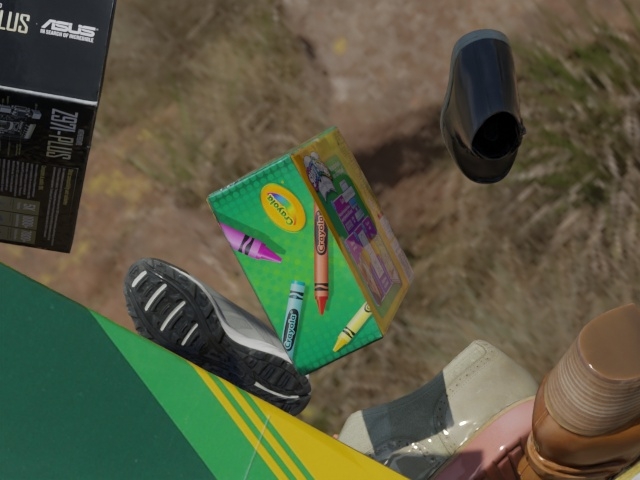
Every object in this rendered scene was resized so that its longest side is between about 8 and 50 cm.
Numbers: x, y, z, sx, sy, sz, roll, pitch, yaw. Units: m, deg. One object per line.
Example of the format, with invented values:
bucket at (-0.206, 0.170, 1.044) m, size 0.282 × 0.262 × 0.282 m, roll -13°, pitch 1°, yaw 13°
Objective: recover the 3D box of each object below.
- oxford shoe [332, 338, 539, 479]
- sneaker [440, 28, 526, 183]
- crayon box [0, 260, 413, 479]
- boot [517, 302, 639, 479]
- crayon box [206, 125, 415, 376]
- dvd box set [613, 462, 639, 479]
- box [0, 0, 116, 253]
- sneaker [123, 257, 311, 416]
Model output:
oxford shoe at (0.044, 0.248, 1.459) m, size 0.397 × 0.140 × 0.146 m, roll -35°, pitch 51°, yaw -4°
sneaker at (0.171, -0.104, 1.667) m, size 0.083 × 0.222 × 0.118 m, roll -7°, pitch 54°, yaw 3°
crayon box at (-0.160, 0.155, 0.830) m, size 0.363 × 0.313 × 0.106 m, roll -43°, pitch 20°, yaw 55°
boot at (0.299, 0.120, 1.284) m, size 0.283 × 0.220 × 0.109 m, roll -18°, pitch 60°, yaw -19°
crayon box at (0.000, 0.000, 1.382) m, size 0.081 × 0.165 × 0.278 m, roll -27°, pitch 4°, yaw 12°
dvd box set at (0.266, 0.085, 0.592) m, size 0.420 × 0.062 × 0.307 m, roll -28°, pitch 9°, yaw -26°
box at (-0.196, -0.074, 0.871) m, size 0.180 × 0.147 × 0.077 m, roll 116°, pitch 162°, yaw -62°
sneaker at (-0.129, 0.116, 1.957) m, size 0.100 × 0.271 × 0.108 m, roll -49°, pitch 11°, yaw 14°
